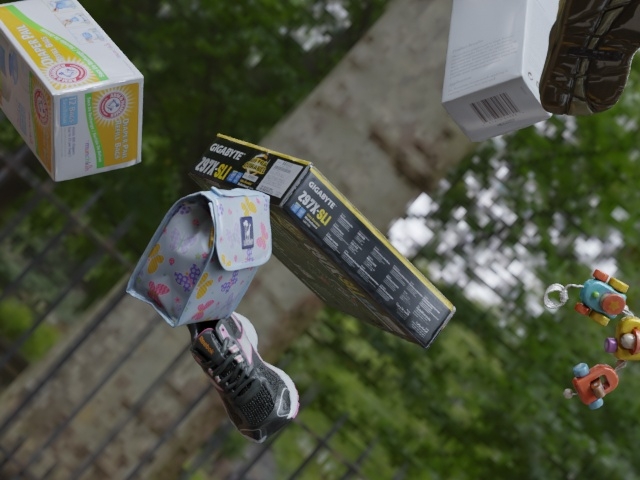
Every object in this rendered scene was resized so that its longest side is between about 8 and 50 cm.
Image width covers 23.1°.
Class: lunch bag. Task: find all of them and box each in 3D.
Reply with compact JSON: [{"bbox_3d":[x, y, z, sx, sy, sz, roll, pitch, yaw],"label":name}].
[{"bbox_3d":[-0.067,0.007,0.946,0.053,0.083,0.071,34,14,20],"label":"lunch bag"}]

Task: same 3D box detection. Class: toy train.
[{"bbox_3d":[0.339,0.121,1.896,0.046,0.125,0.166,-135,-157,-73],"label":"toy train"}]

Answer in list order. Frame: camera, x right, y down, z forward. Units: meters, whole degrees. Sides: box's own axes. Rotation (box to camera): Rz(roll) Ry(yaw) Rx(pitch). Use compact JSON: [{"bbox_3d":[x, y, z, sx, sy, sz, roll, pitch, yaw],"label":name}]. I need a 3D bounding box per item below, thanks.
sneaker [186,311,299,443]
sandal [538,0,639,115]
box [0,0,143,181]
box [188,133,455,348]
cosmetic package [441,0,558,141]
[{"bbox_3d":[-0.088,0.119,1.483,0.077,0.072,0.178,41,5,-41],"label":"sneaker"},{"bbox_3d":[0.182,-0.144,0.999,0.072,0.049,0.180,7,-31,-7],"label":"sandal"},{"bbox_3d":[-0.280,-0.169,1.700,0.203,0.103,0.114,48,-37,42],"label":"box"},{"bbox_3d":[0.000,0.000,2.109,0.322,0.079,0.257,44,-14,-31],"label":"box"},{"bbox_3d":[0.224,-0.243,1.930,0.117,0.231,0.085,-16,-45,31],"label":"cosmetic package"}]
